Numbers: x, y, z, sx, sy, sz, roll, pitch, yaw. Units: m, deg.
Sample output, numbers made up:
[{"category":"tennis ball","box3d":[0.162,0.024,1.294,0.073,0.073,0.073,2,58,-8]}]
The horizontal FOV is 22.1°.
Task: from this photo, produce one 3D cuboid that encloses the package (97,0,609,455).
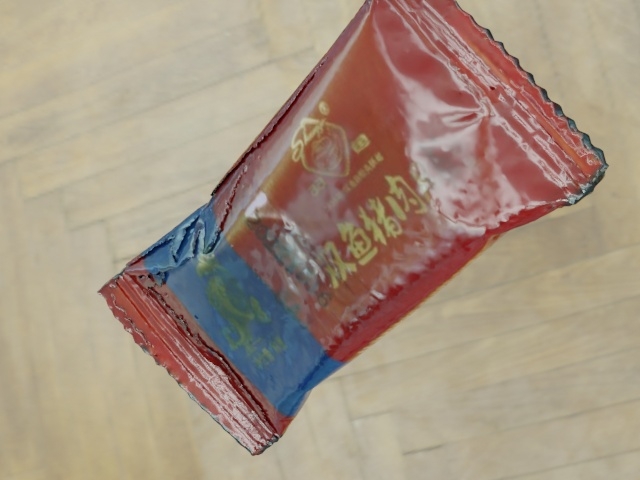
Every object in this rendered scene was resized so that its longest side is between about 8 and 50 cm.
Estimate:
[{"category":"package","box3d":[0.000,0.000,0.514,0.083,0.022,0.200,49,135,2]}]
